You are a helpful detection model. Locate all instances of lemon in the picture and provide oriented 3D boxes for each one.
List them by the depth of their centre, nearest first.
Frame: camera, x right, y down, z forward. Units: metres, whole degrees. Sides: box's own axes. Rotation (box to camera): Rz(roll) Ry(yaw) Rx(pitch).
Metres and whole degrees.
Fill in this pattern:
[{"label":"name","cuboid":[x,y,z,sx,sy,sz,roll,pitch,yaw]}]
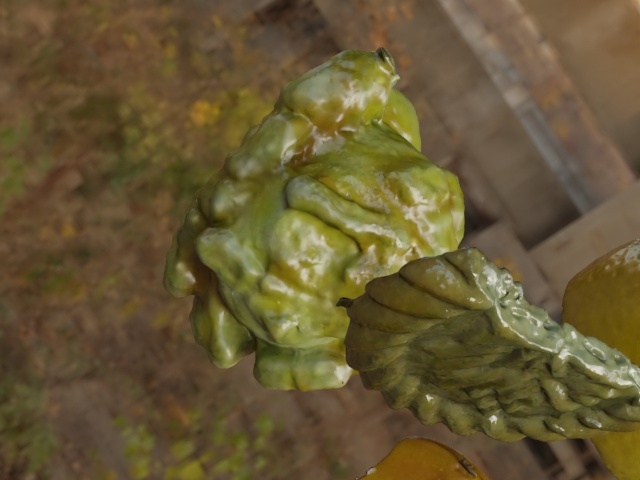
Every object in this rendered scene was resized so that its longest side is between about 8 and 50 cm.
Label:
[{"label":"lemon","cuboid":[0.498,0.141,2.118,0.364,0.364,0.364,54,10,-14]}]

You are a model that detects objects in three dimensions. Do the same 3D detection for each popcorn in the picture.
[{"label":"popcorn","cuboid":[0.007,-0.005,1.687,0.279,0.335,0.274,59,25,9]}]

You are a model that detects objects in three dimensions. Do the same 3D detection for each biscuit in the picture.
[{"label":"biscuit","cuboid":[0.117,0.094,1.217,0.273,0.187,0.036,30,52,-37]}]

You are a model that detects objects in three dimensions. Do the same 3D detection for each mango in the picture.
[{"label":"mango","cuboid":[0.142,0.352,1.883,0.257,0.187,0.138,48,6,20]}]
